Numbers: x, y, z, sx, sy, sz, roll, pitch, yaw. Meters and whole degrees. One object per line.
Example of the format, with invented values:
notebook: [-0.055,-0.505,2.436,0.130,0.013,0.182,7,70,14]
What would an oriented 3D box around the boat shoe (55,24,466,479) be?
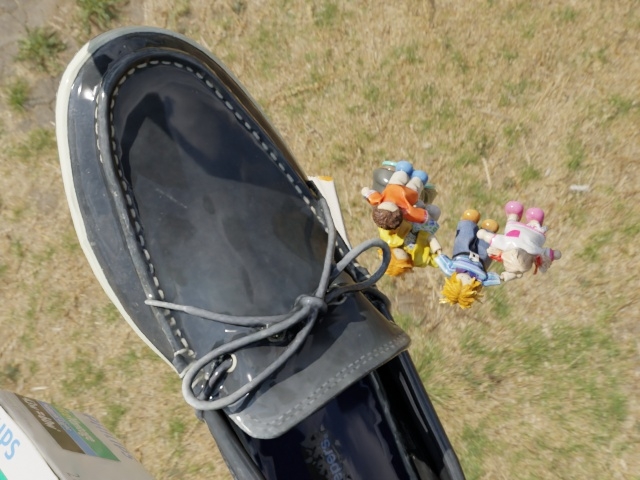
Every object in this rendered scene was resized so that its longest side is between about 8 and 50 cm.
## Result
boat shoe: [-0.023,0.071,0.521,0.187,0.156,0.500,-27,94,-27]

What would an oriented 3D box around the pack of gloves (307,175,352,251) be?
pack of gloves: [0.000,0.000,1.027,0.046,0.195,0.232,-30,118,-27]

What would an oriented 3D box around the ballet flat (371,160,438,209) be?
ballet flat: [0.124,-0.065,1.178,0.095,0.280,0.096,16,93,17]

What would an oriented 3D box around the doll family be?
doll family: [0.168,0.011,0.953,0.263,0.118,0.163,19,37,11]

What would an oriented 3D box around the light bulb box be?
light bulb box: [-0.417,0.457,1.034,0.358,0.225,0.361,23,81,44]
